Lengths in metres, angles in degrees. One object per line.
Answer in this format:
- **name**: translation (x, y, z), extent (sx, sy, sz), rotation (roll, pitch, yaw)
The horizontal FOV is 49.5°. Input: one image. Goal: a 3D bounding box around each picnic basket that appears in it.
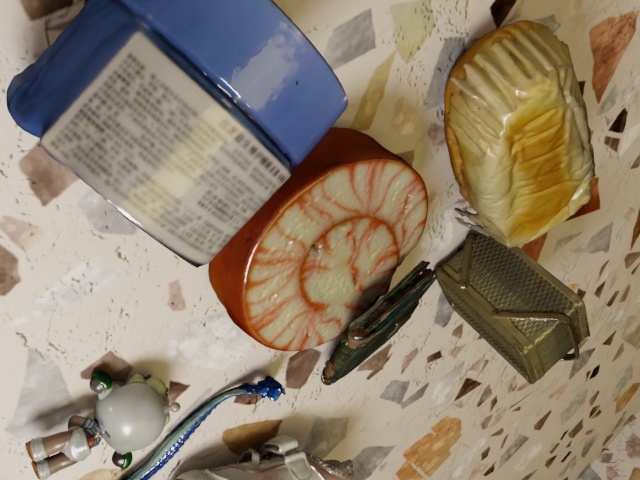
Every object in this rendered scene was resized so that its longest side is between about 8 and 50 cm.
- **picnic basket**: translation (0.347, 0.115, 1.263), extent (0.139, 0.266, 0.165), rotation (-40, 141, -4)

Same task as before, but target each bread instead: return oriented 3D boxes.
- **bread**: translation (0.322, -0.164, 1.120), extent (0.236, 0.183, 0.388), rotation (-24, 141, -5)
- **bread**: translation (-0.003, 0.001, 0.978), extent (0.327, 0.114, 0.295), rotation (-52, 140, 6)

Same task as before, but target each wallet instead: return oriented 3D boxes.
- **wallet**: translation (0.087, 0.147, 1.114), extent (0.169, 0.044, 0.317), rotation (-36, 165, -20)

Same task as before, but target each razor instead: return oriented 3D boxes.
- **razor**: translation (-0.205, 0.305, 1.080), extent (0.324, 0.093, 0.056), rotation (-34, 97, -12)

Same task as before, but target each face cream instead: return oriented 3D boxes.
- **face cream**: translation (-0.135, -0.129, 0.665), extent (0.225, 0.249, 0.249), rotation (-48, 139, -3)

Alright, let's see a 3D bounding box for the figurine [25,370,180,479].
- **figurine**: translation (-0.289, 0.247, 0.932), extent (0.197, 0.093, 0.147), rotation (-17, 107, -22)

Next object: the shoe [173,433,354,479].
- **shoe**: translation (-0.093, 0.433, 1.199), extent (0.351, 0.172, 0.198), rotation (32, 59, -31)
